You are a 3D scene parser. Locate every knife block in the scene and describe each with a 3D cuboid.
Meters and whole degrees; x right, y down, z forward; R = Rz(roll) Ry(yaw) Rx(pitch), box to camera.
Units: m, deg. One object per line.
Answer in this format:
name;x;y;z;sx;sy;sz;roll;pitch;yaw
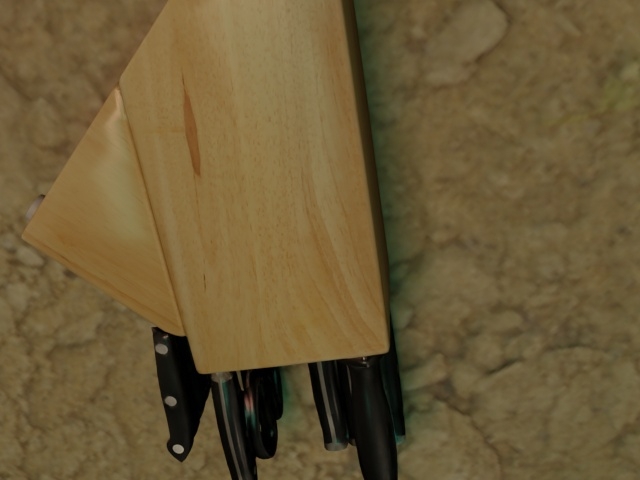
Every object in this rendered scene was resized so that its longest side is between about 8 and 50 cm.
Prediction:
knife block;0.000;0.000;0.391;0.242;0.088;0.276;34;114;-13
